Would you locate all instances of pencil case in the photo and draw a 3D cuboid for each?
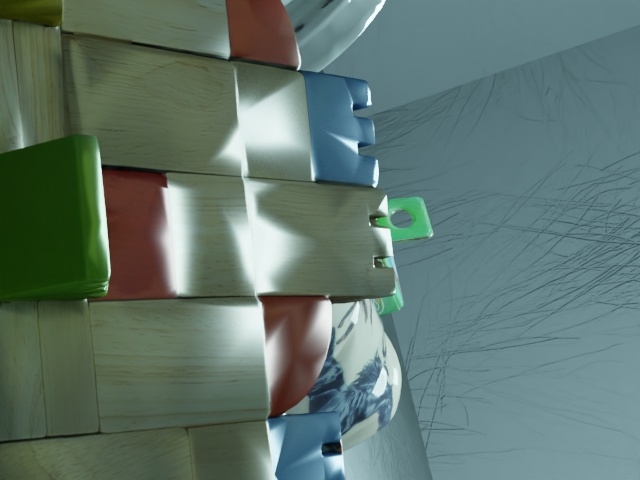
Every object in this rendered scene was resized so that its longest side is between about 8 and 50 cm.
[{"bbox_3d":[-0.060,0.023,1.367,0.183,0.160,0.410,42,-13,35],"label":"pencil case"}]

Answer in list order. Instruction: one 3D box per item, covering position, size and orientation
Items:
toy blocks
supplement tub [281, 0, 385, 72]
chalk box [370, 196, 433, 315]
[{"bbox_3d":[-0.075,-0.019,0.722,0.261,0.191,0.381,3,80,-53],"label":"toy blocks"},{"bbox_3d":[-0.116,-0.256,1.078,0.331,0.241,0.241,54,15,-35],"label":"supplement tub"},{"bbox_3d":[0.000,0.000,1.741,0.132,0.213,0.132,-102,171,-53],"label":"chalk box"}]
